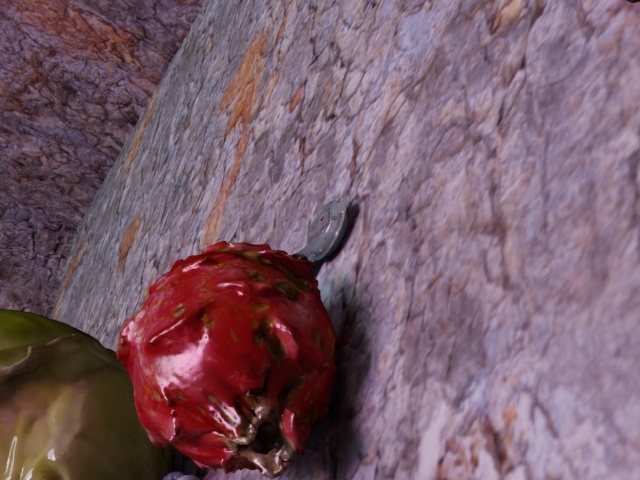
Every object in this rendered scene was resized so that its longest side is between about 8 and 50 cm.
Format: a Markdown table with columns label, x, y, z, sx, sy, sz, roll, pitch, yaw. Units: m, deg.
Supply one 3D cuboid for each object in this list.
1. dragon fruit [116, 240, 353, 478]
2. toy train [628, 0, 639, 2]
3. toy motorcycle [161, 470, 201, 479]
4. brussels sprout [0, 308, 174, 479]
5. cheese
| label | x | y | z | sx | sy | sz | roll | pitch | yaw |
| --- | --- | --- | --- | --- | --- | --- | --- | --- | --- |
| dragon fruit | -0.078 | 0.115 | 0.833 | 0.268 | 0.210 | 0.205 | -118 | 37 | -58 |
| toy train | 0.206 | -0.214 | 0.556 | 0.090 | 0.137 | 0.225 | -67 | 16 | -5 |
| toy motorcycle | -0.139 | 0.349 | 0.865 | 0.171 | 0.110 | 0.260 | -17 | 57 | 50 |
| brussels sprout | -0.335 | 0.286 | 1.098 | 0.361 | 0.343 | 0.425 | -42 | -52 | -59 |
| cheese | 0.000 | 0.000 | 0.993 | 0.120 | 0.026 | 0.067 | -54 | 23 | 32 |
